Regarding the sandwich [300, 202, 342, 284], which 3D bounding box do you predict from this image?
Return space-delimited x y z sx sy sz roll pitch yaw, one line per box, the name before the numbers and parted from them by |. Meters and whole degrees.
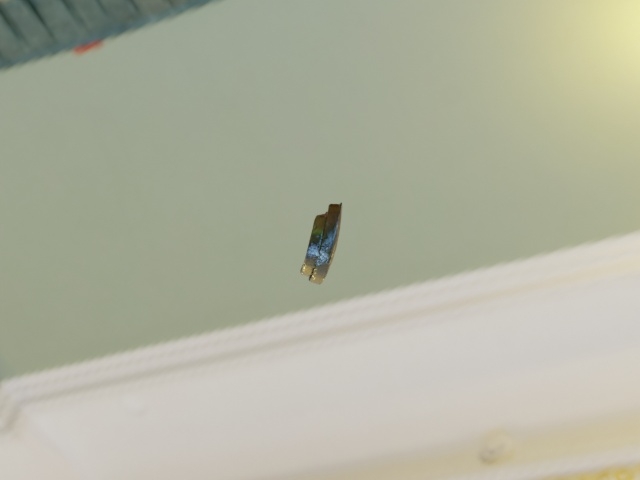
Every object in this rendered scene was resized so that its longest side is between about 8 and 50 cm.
sandwich | -0.001 0.004 1.303 0.026 0.101 0.069 12 -101 -4
